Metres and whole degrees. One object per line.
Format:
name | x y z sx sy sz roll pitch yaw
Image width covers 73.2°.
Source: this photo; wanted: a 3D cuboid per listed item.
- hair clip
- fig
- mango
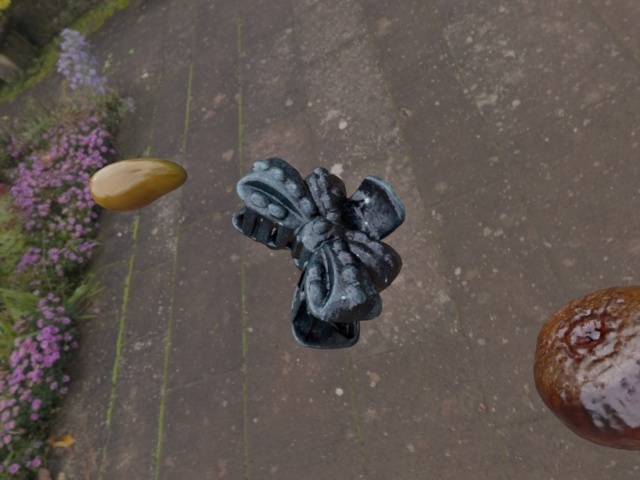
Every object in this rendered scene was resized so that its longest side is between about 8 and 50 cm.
hair clip | 0.006 0.001 0.672 0.206 0.195 0.310 -18 63 -31
fig | 0.294 0.126 0.373 0.146 0.201 0.134 -13 52 65
mango | -0.346 -0.107 0.812 0.183 0.102 0.085 -10 63 10
